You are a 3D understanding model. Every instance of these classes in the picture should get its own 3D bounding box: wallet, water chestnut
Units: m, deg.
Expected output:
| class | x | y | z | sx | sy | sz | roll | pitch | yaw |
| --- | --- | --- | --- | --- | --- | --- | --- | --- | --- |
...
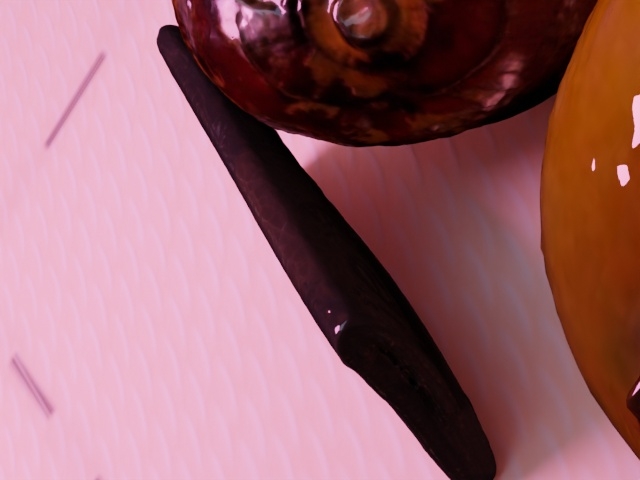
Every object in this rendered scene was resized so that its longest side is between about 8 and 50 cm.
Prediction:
| class | x | y | z | sx | sy | sz | roll | pitch | yaw |
| --- | --- | --- | --- | --- | --- | --- | --- | --- | --- |
| wallet | 0.000 | 0.000 | 1.089 | 0.044 | 0.170 | 0.321 | -36 | 43 | 4 |
| water chestnut | 0.053 | -0.175 | 1.060 | 0.289 | 0.244 | 0.289 | -18 | 59 | 34 |

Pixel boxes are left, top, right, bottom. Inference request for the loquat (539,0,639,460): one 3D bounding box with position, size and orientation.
| class | x | y | z | sx | sy | sz | roll | pitch | yaw |
| --- | --- | --- | --- | --- | --- | --- | --- | --- | --- |
| loquat | 0.257 | -0.028 | 0.713 | 0.359 | 0.328 | 0.328 | -31 | 26 | -30 |
